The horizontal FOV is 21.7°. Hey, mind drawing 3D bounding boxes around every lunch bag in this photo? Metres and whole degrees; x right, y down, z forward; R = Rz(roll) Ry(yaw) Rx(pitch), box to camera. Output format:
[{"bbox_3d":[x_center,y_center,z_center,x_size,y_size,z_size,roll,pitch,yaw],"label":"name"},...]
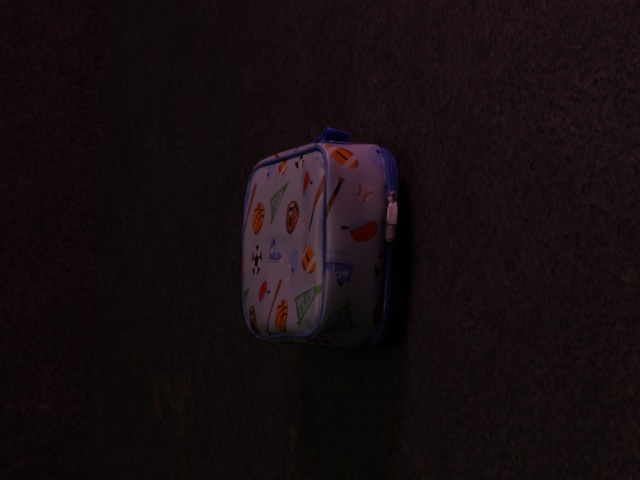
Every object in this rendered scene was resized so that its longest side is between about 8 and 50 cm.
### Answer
[{"bbox_3d":[0.000,0.000,1.911,0.303,0.115,0.243,173,101,-68],"label":"lunch bag"}]
